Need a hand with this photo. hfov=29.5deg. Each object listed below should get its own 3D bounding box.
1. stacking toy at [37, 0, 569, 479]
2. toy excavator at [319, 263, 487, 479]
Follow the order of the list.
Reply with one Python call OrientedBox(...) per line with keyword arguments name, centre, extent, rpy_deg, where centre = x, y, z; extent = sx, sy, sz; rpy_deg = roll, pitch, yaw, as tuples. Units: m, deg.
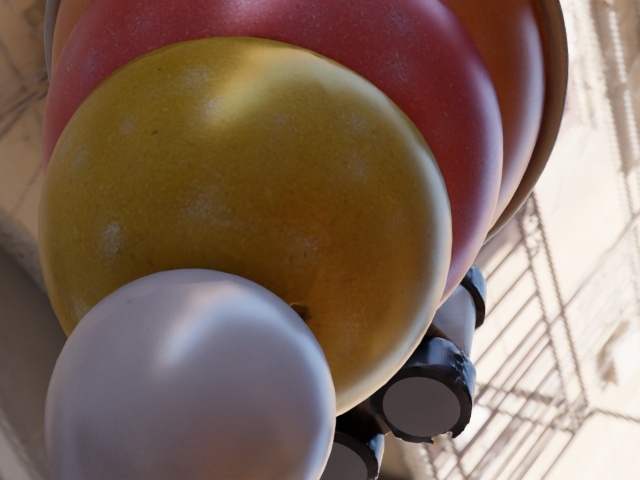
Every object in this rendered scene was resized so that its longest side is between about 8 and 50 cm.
OrientedBox(name="stacking toy", centre=(-0.043, -0.013, 0.643), extent=(0.350, 0.480, 0.351), rpy_deg=(4, -59, 8))
OrientedBox(name="toy excavator", centre=(0.000, 0.000, 1.266), extent=(0.445, 0.222, 0.433), rpy_deg=(40, -58, -14))
